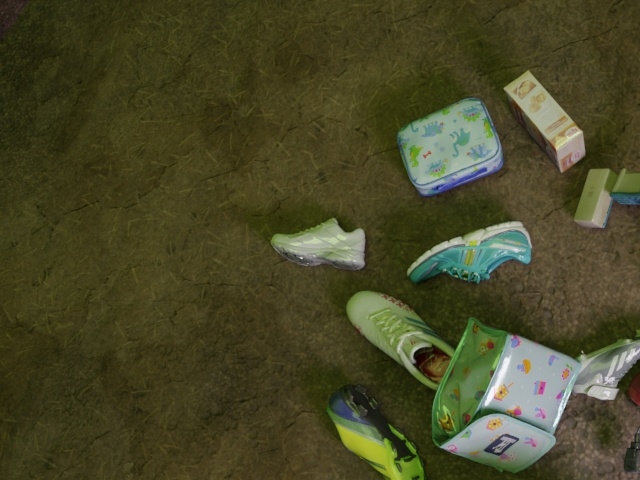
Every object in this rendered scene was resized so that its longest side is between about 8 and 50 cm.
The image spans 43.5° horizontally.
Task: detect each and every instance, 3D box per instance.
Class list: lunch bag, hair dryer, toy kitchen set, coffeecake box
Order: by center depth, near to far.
[{"bbox_3d":[0.687,0.308,1.496,0.223,0.080,0.294,-5,66,36],"label":"hair dryer"},{"bbox_3d":[0.352,0.311,1.556,0.160,0.223,0.262,18,84,61],"label":"lunch bag"},{"bbox_3d":[0.667,-0.060,1.650,0.207,0.166,0.122,6,72,59],"label":"toy kitchen set"},{"bbox_3d":[0.484,-0.254,1.728,0.068,0.142,0.185,-36,65,7],"label":"coffeecake box"},{"bbox_3d":[0.292,-0.205,1.813,0.219,0.090,0.176,-22,67,13],"label":"lunch bag"}]

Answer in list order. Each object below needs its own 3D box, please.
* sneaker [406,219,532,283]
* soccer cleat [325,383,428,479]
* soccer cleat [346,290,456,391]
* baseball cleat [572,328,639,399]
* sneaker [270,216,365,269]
[{"bbox_3d":[0.318,0.042,1.728,0.275,0.107,0.110,-19,78,14],"label":"sneaker"},{"bbox_3d":[0.117,0.438,1.702,0.289,0.093,0.121,52,126,20],"label":"soccer cleat"},{"bbox_3d":[0.181,0.203,1.703,0.331,0.143,0.116,36,89,26],"label":"soccer cleat"},{"bbox_3d":[0.590,0.251,1.590,0.205,0.072,0.109,-23,81,17],"label":"baseball cleat"},{"bbox_3d":[0.000,0.000,1.871,0.232,0.090,0.115,9,71,13],"label":"sneaker"}]
